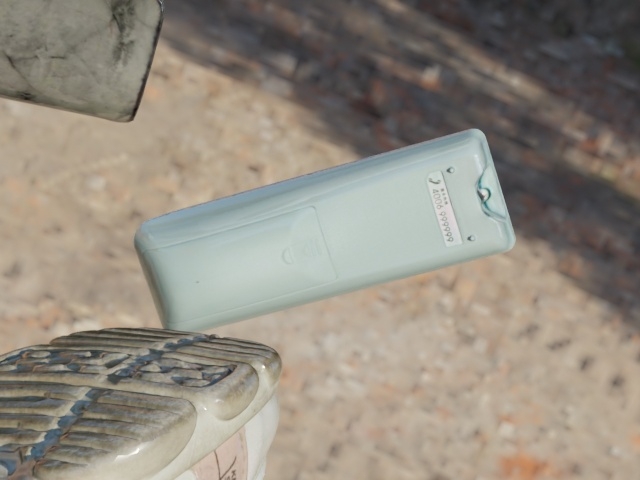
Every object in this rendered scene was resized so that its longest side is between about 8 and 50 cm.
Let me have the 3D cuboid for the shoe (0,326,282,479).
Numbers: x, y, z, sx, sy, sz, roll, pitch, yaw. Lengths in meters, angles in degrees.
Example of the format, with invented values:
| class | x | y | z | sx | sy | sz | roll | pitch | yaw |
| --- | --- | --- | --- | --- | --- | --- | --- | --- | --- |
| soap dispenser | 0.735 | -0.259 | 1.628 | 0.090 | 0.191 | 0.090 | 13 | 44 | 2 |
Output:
| class | x | y | z | sx | sy | sz | roll | pitch | yaw |
| --- | --- | --- | --- | --- | --- | --- | --- | --- | --- |
| shoe | -0.146 | 0.187 | 1.045 | 0.172 | 0.198 | 0.351 | 9 | 33 | 40 |

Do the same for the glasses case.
| class | x | y | z | sx | sy | sz | roll | pitch | yaw |
| --- | --- | --- | --- | --- | --- | --- | --- | --- | --- |
| glasses case | -0.261 | -0.159 | 1.321 | 0.299 | 0.114 | 0.060 | 11 | 28 | -13 |

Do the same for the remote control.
| class | x | y | z | sx | sy | sz | roll | pitch | yaw |
| --- | --- | --- | --- | --- | --- | --- | --- | --- | --- |
| remote control | 0.000 | 0.000 | 1.534 | 0.293 | 0.103 | 0.051 | -16 | 14 | 10 |
